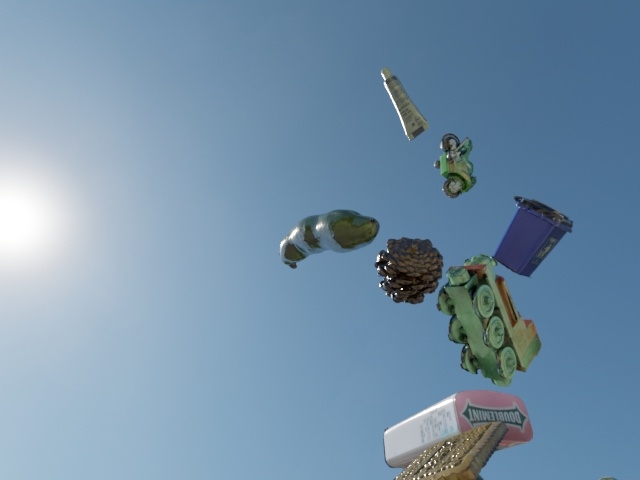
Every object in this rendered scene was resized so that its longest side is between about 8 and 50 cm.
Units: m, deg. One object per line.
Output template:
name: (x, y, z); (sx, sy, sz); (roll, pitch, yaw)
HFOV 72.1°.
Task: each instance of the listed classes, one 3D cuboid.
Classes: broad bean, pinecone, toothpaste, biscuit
broad bean: (-0.002, -0.004, 0.590); (0.065, 0.046, 0.254); (59, -30, -5)
pinecone: (0.312, 0.115, 1.578); (0.243, 0.243, 0.258); (16, -73, -2)
toothpaste: (0.211, -0.363, 1.144); (0.062, 0.037, 0.216); (-35, -111, 31)
biscuit: (0.193, 0.348, 0.689); (0.172, 0.254, 0.029); (-36, -112, 25)

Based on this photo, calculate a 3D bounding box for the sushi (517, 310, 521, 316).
sushi: (0.384, 0.159, 0.928); (0.118, 0.060, 0.062); (44, -56, 30)

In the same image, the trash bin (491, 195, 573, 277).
trash bin: (0.688, -0.013, 1.462); (0.162, 0.184, 0.235); (12, -68, -41)

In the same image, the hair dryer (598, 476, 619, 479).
hair dryer: (0.876, 0.757, 1.172); (0.206, 0.237, 0.075); (38, -86, -29)

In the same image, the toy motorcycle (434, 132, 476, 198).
toy motorcycle: (0.373, -0.199, 1.188); (0.106, 0.190, 0.074); (9, -18, -17)

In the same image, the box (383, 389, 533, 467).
box: (0.309, 0.470, 1.065); (0.190, 0.112, 0.370); (12, -37, -16)

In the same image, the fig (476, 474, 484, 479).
fig: (0.429, 0.787, 1.348); (0.207, 0.230, 0.207); (8, -73, 29)

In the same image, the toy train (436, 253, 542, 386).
toy train: (0.223, 0.100, 0.583); (0.074, 0.118, 0.176); (-11, -71, 50)
